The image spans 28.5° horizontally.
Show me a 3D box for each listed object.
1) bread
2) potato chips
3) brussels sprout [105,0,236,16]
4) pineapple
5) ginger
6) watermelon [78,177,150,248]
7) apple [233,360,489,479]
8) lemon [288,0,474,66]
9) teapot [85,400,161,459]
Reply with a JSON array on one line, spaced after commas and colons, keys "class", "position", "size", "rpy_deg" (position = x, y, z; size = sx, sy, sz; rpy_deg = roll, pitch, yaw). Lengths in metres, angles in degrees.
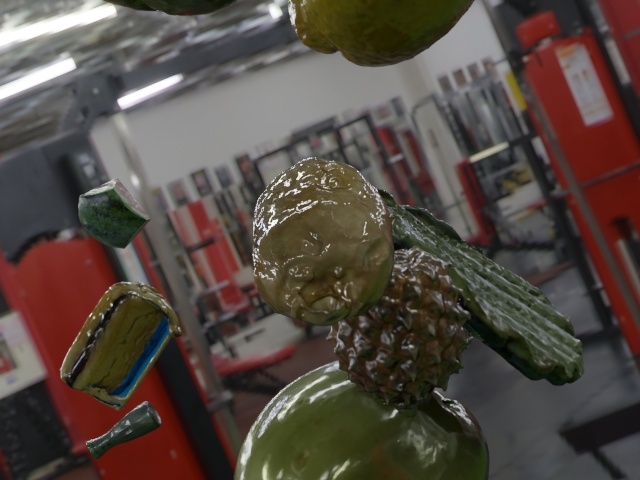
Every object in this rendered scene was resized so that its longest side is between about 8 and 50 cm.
[{"class": "bread", "position": [-0.173, 0.086, 1.080], "size": [0.106, 0.072, 0.053], "rpy_deg": [-56, 26, 6]}, {"class": "potato chips", "position": [0.214, 0.057, 1.773], "size": [0.070, 0.429, 0.358], "rpy_deg": [-50, 7, 14]}, {"class": "brussels sprout", "position": [-0.177, -0.359, 1.195], "size": [0.242, 0.317, 0.273], "rpy_deg": [-39, 17, -18]}, {"class": "pineapple", "position": [0.091, 0.108, 1.401], "size": [0.166, 0.193, 0.166], "rpy_deg": [-7, 16, 2]}, {"class": "ginger", "position": [0.000, 0.000, 1.253], "size": [0.138, 0.152, 0.267], "rpy_deg": [-2, 14, -4]}, {"class": "watermelon", "position": [-0.263, -0.032, 1.614], "size": [0.092, 0.084, 0.072], "rpy_deg": [-30, 0, 33]}, {"class": "apple", "position": [0.057, 0.334, 1.752], "size": [0.357, 0.357, 0.357], "rpy_deg": [-23, 2, 1]}, {"class": "lemon", "position": [0.099, -0.396, 1.760], "size": [0.285, 0.285, 0.316], "rpy_deg": [-26, -15, -50]}, {"class": "teapot", "position": [-0.283, 0.274, 1.795], "size": [0.110, 0.043, 0.043], "rpy_deg": [-32, 2, 4]}]
